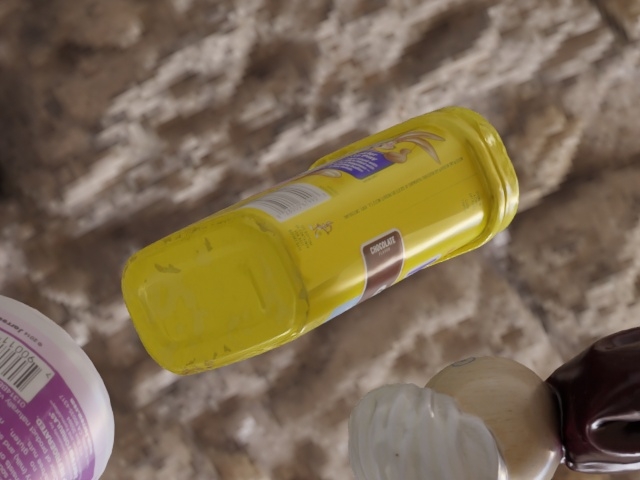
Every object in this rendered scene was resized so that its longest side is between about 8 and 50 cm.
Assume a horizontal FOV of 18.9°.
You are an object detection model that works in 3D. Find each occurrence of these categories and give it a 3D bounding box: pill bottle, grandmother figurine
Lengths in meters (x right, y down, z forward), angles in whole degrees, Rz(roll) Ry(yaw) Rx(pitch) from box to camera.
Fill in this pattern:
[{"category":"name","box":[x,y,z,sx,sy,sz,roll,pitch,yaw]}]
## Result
[{"category":"pill bottle","box":[-0.264,0.173,1.164,0.169,0.169,0.301,-4,-151,31]},{"category":"grandmother figurine","box":[0.180,0.062,0.871,0.342,0.208,0.104,-14,-116,-3]}]

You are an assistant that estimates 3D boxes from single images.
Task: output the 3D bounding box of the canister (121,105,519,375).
[{"category":"canister","box":[0.000,0.000,0.943,0.126,0.073,0.170,-21,-176,44]}]
